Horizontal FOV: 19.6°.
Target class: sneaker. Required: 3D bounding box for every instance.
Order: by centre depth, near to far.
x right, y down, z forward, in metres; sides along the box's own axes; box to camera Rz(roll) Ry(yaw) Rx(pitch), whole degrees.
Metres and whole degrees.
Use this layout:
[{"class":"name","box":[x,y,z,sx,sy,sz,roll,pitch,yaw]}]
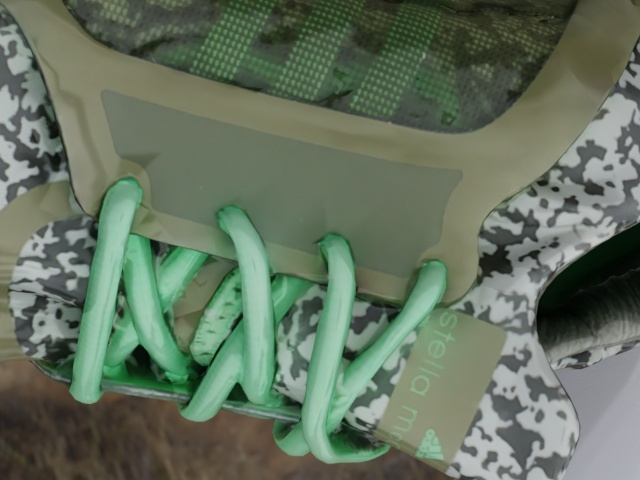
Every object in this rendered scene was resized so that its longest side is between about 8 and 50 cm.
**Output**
[{"class":"sneaker","box":[0.000,0.000,0.522,0.410,0.182,0.158,-14,144,-21]}]

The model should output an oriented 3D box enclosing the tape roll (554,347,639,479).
[{"class":"tape roll","box":[0.247,0.061,1.161,0.246,0.246,0.169,-4,143,-25]}]
